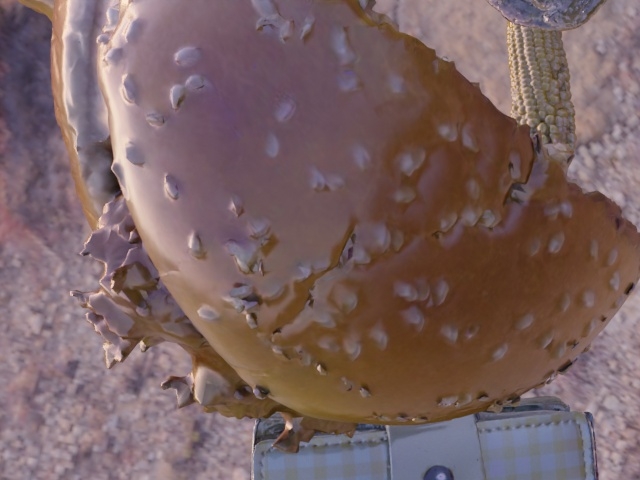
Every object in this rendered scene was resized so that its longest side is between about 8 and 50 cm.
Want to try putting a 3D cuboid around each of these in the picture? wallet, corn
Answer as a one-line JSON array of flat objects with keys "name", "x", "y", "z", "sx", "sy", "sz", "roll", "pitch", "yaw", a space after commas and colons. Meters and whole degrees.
[{"name": "wallet", "x": 0.091, "y": 0.248, "z": 1.079, "sx": 0.077, "sy": 0.310, "sz": 0.223, "roll": -173, "pitch": 81, "yaw": -72}, {"name": "corn", "x": 0.293, "y": -0.228, "z": 1.681, "sx": 0.087, "sy": 0.086, "sz": 0.288, "roll": -10, "pitch": 72, "yaw": 29}]

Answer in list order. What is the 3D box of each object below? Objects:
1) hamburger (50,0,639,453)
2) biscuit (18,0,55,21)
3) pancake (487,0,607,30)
[{"name": "hamburger", "x": 0.000, "y": 0.000, "z": 0.834, "sx": 0.287, "sy": 0.445, "sz": 0.268, "roll": -60, "pitch": 34, "yaw": 0}, {"name": "biscuit", "x": -0.154, "y": -0.380, "z": 1.251, "sx": 0.446, "sy": 0.104, "sz": 0.429, "roll": 38, "pitch": 69, "yaw": -7}, {"name": "pancake", "x": 0.214, "y": -0.271, "z": 1.166, "sx": 0.158, "sy": 0.028, "sz": 0.158, "roll": 6, "pitch": 104, "yaw": 26}]
